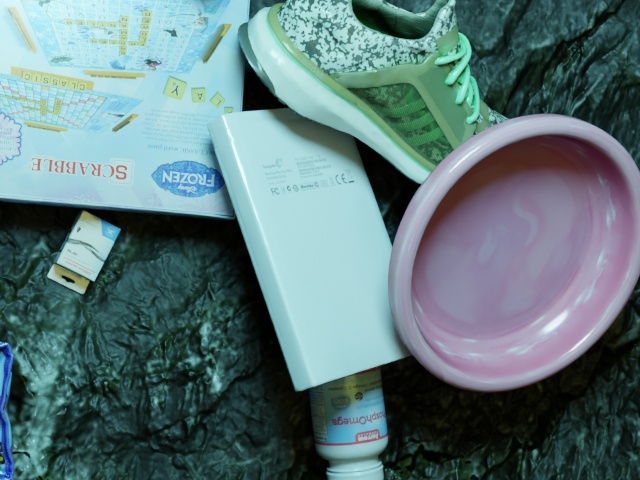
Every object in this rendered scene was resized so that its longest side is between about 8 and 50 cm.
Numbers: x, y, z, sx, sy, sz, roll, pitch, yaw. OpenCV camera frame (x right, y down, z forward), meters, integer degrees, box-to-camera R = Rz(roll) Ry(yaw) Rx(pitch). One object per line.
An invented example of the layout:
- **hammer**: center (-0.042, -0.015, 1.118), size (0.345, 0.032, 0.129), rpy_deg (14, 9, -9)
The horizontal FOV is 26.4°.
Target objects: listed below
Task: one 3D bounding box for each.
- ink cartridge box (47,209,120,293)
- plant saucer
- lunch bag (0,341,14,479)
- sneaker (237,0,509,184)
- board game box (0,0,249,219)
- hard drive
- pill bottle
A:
- **ink cartridge box**: center (-0.264, 0.014, 1.518), size (0.048, 0.028, 0.083), rpy_deg (28, 81, -17)
- **plant saucer**: center (0.216, 0.010, 1.548), size (0.332, 0.084, 0.332), rpy_deg (-10, 116, -22)
- **lunch bag**: center (-0.463, 0.167, 1.346), size (0.293, 0.221, 0.138), rpy_deg (-1, 89, -20)
- **sneaker**: center (0.119, -0.182, 1.528), size (0.410, 0.182, 0.158), rpy_deg (23, 38, -28)
- **board game box**: center (-0.242, -0.191, 1.508), size (0.319, 0.066, 0.317), rpy_deg (5, 87, -20)
- **hard drive**: center (0.000, 0.000, 1.528), size (0.203, 0.040, 0.307), rpy_deg (-11, 80, -48)
- **pill bottle**: center (0.033, 0.203, 1.589), size (0.087, 0.087, 0.160), rpy_deg (-8, 92, -19)
